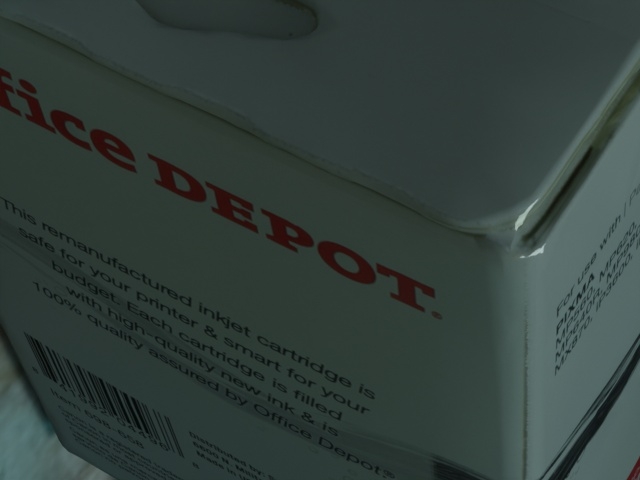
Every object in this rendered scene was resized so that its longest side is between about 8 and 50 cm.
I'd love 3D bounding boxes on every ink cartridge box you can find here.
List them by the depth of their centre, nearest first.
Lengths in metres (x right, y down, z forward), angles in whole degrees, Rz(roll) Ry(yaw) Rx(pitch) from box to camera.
[{"bbox_3d":[0.000,0.000,0.467,0.114,0.197,0.273,-54,156,-25],"label":"ink cartridge box"}]
